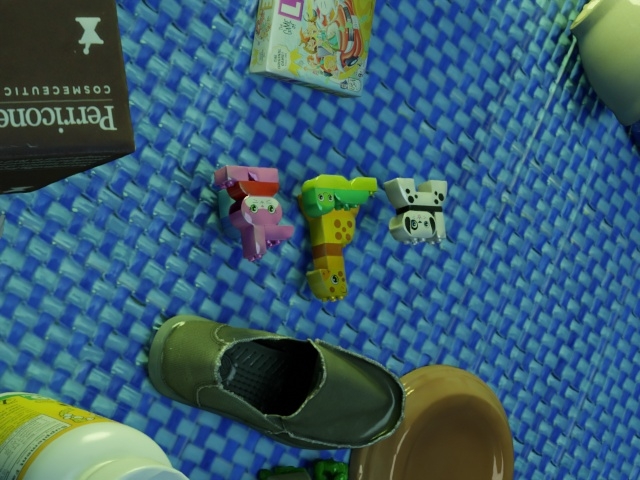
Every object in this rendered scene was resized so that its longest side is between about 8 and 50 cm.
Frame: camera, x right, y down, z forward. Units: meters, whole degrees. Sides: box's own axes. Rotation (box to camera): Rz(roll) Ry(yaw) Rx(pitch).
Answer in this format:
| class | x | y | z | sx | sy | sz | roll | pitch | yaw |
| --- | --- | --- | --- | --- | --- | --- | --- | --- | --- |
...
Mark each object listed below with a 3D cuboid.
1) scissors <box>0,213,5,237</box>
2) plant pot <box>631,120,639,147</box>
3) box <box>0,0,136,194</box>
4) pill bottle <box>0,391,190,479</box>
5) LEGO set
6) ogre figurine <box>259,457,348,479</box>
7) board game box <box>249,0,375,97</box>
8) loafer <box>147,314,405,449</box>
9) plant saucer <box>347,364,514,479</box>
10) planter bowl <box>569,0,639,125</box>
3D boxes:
| class | x | y | z | sx | sy | sz | roll | pitch | yaw |
| --- | --- | --- | --- | --- | --- | --- | --- | --- | --- |
| scissors | -0.277 | 0.093 | 0.781 | 0.109 | 0.021 | 0.297 | 20 | 59 | -20 |
| plant pot | 0.509 | -0.108 | 1.328 | 0.236 | 0.236 | 0.212 | -47 | 124 | -26 |
| box | -0.236 | -0.136 | 0.779 | 0.168 | 0.167 | 0.203 | -7 | 87 | -37 |
| pill bottle | -0.168 | 0.173 | 0.843 | 0.117 | 0.208 | 0.118 | -3 | 95 | -37 |
| LEGO set | 0.000 | 0.000 | 1.032 | 0.227 | 0.087 | 0.093 | 1 | 77 | -37 |
| ogre figurine | -0.033 | 0.261 | 1.018 | 0.197 | 0.097 | 0.118 | -54 | 143 | -76 |
| board game box | -0.001 | -0.206 | 1.057 | 0.103 | 0.026 | 0.154 | 9 | 88 | -37 |
| loafer | -0.019 | 0.125 | 1.027 | 0.251 | 0.087 | 0.094 | 16 | 83 | -36 |
| plant saucer | 0.113 | 0.217 | 1.167 | 0.200 | 0.037 | 0.200 | -3 | 96 | -36 |
| planter bowl | 0.315 | -0.208 | 1.231 | 0.109 | 0.162 | 0.162 | 41 | 66 | -2 |
